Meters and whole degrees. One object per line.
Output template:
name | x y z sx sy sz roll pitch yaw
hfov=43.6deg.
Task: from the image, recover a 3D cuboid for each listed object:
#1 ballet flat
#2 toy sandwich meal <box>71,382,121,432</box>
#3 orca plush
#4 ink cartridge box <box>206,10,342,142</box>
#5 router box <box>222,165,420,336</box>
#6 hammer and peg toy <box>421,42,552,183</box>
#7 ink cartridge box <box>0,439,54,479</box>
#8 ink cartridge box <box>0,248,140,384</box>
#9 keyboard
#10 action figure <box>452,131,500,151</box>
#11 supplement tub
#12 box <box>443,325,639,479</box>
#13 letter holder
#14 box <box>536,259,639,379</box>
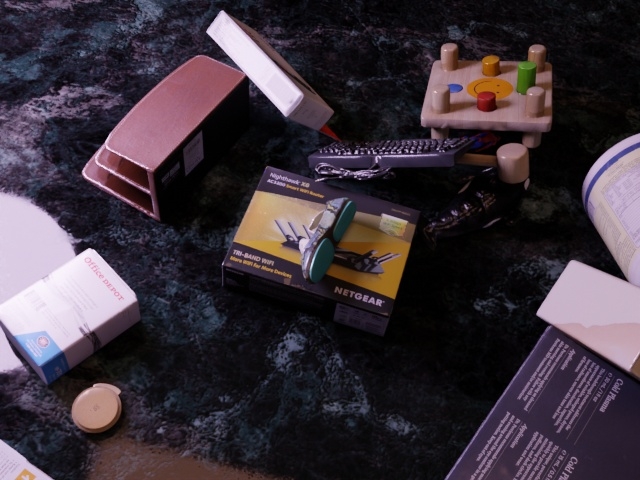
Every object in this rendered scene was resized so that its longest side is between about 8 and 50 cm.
ballet flat | 0.000 0.000 1.395 0.070 0.070 0.188 25 55 11
toy sandwich meal | -0.357 0.270 1.281 0.086 0.029 0.085 3 60 -5
orca plush | 0.308 -0.098 1.564 0.287 0.102 0.151 -17 59 -17
ink cartridge box | -0.072 -0.324 1.610 0.060 0.239 0.275 -48 65 16
router box | 0.005 0.015 1.465 0.309 0.081 0.242 16 55 5
hammer and peg toy | 0.328 -0.271 1.605 0.266 0.127 0.361 5 40 14
ink cartridge box | -0.595 0.390 1.116 0.330 0.071 0.324 35 53 5
ink cartridge box | -0.421 0.125 1.340 0.191 0.082 0.140 -36 66 -28
keyboard | 0.113 -0.158 1.508 0.317 0.033 0.201 2 28 34
action figure | 0.332 -0.208 1.689 0.115 0.030 0.038 -13 63 -20
supplement tub | 0.640 -0.019 1.436 0.236 0.235 0.324 -5 44 -10
box | 0.377 0.368 1.204 0.313 0.179 0.343 34 59 18
letter holder | -0.309 -0.224 1.554 0.214 0.152 0.302 28 57 15
box | 0.493 0.142 1.277 0.148 0.311 0.121 32 93 -12
